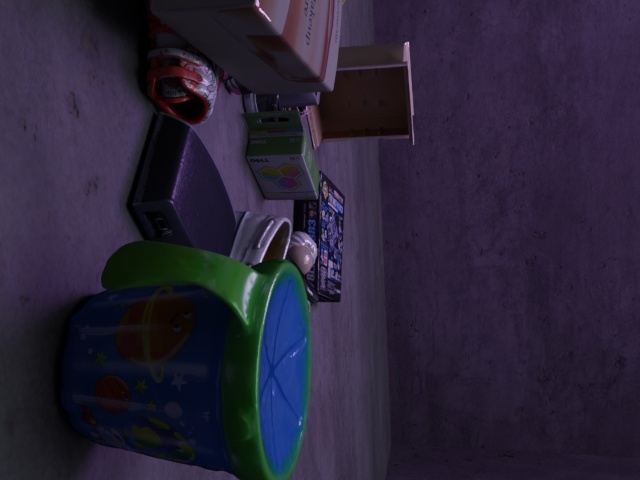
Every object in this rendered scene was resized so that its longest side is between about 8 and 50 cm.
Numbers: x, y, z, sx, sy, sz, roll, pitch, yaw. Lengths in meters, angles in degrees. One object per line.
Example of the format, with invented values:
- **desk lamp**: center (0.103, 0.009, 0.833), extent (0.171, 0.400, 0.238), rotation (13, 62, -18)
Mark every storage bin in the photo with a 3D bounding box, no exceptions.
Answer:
- **storage bin**: center (0.101, -0.358, 1.882), extent (0.123, 0.262, 0.260), rotation (-81, 165, -46)

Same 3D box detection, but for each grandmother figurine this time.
- **grandmother figurine**: center (-0.065, 0.127, 1.460), extent (0.207, 0.104, 0.342), rotation (68, 24, -47)

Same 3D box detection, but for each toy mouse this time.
- **toy mouse**: center (-0.067, -0.274, 1.581), extent (0.161, 0.031, 0.143), rotation (-55, 141, -43)

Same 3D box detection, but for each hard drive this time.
- **hard drive**: center (-0.178, -0.038, 1.032), extent (0.254, 0.054, 0.172), rotation (72, 21, -55)

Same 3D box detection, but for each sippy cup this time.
- **sippy cup**: center (-0.141, 0.137, 0.794), extent (0.240, 0.224, 0.305), rotation (-39, 128, -74)

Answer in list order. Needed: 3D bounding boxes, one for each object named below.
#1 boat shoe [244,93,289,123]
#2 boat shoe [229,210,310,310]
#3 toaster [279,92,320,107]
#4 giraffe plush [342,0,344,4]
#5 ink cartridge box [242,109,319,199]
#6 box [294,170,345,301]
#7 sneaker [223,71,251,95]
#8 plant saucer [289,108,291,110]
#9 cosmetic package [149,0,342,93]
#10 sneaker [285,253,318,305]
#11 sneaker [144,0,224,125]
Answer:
- **boat shoe**: center (-0.083, -0.226, 1.442), extent (0.228, 0.076, 0.080), rotation (70, 23, -59)
- **boat shoe**: center (-0.097, 0.103, 1.170), extent (0.135, 0.157, 0.367), rotation (77, 17, -46)
- **toaster**: center (-0.064, -0.359, 1.456), extent (0.185, 0.110, 0.168), rotation (62, 31, -66)
- **giraffe plush**: center (-0.062, -0.422, 1.282), extent (0.181, 0.171, 0.210), rotation (30, -75, 67)
- **ink cartridge box**: center (-0.074, -0.156, 1.406), extent (0.209, 0.109, 0.062), rotation (70, 22, -58)
- **box**: center (0.000, 0.000, 1.853), extent (0.295, 0.073, 0.293), rotation (35, 55, -75)
- **sneaker**: center (-0.132, -0.323, 1.224), extent (0.178, 0.072, 0.077), rotation (76, 17, -52)
- **plant saucer**: center (-0.071, -0.280, 1.648), extent (0.083, 0.015, 0.083), rotation (1, 90, -78)
- **cosmetic package**: center (-0.075, -0.295, 0.915), extent (0.296, 0.129, 0.153), rotation (16, 77, -73)
- **sneaker**: center (-0.102, 0.069, 1.330), extent (0.087, 0.130, 0.227), rotation (52, 2, -42)
- **sneaker**: center (-0.181, -0.273, 0.934), extent (0.270, 0.090, 0.145), rotation (80, 13, -50)
